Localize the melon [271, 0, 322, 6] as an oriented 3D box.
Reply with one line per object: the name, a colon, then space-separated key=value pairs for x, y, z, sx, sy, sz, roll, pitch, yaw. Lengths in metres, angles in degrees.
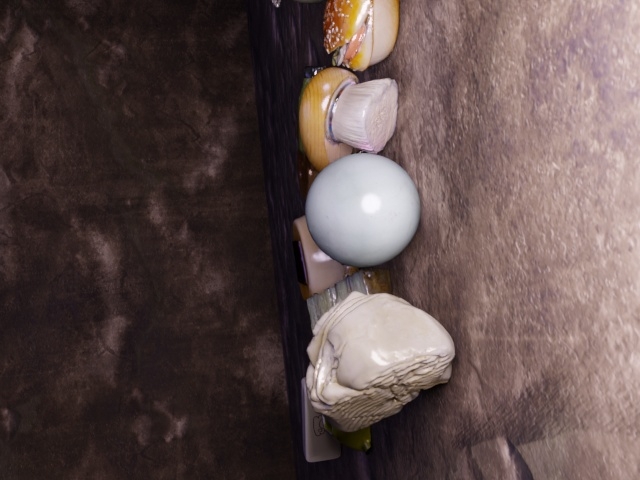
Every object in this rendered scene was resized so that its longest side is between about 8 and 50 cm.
melon: x=-0.019 y=-0.695 z=1.386 sx=0.308 sy=0.271 sz=0.272 roll=33 pitch=129 yaw=53

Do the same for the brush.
brush: x=0.063 y=-0.237 z=1.295 sx=0.174 sy=0.166 sz=0.267 roll=-46 pitch=-31 yaw=-40

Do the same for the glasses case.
glasses case: x=0.003 y=0.623 z=2.078 sx=0.070 sy=0.131 sz=0.313 roll=-127 pitch=35 yaw=-69

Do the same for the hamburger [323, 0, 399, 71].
hamburger: x=0.081 y=-0.477 z=1.250 sx=0.237 sy=0.147 sz=0.237 roll=178 pitch=90 yaw=-76

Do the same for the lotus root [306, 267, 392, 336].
lotus root: x=0.108 y=0.224 z=1.433 sx=0.267 sy=0.149 sz=0.261 roll=-36 pitch=63 yaw=53

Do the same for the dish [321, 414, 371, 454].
dish: x=0.067 y=0.533 z=1.804 sx=0.262 sy=0.108 sz=0.221 roll=-164 pitch=69 yaw=-77

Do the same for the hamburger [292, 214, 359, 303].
hamburger: x=0.020 y=0.050 z=1.694 sx=0.302 sy=0.170 sz=0.302 roll=171 pitch=90 yaw=-81

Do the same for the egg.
egg: x=0.080 y=-0.061 z=1.227 sx=0.371 sy=0.229 sz=0.230 roll=-174 pitch=79 yaw=-83

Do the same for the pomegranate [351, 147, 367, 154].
pomegranate: x=0.077 y=-0.255 z=1.446 sx=0.130 sy=0.130 sz=0.130 roll=175 pitch=90 yaw=-78

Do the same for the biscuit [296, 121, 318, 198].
biscuit: x=-0.038 y=-0.309 z=2.082 sx=0.275 sy=0.052 sz=0.355 roll=-111 pitch=19 yaw=-53

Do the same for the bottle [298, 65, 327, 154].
bottle: x=-0.013 y=-0.394 z=1.794 sx=0.112 sy=0.112 sz=0.260 roll=-130 pitch=37 yaw=-69

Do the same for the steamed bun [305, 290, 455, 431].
steamed bun: x=0.098 y=0.220 z=1.149 sx=0.289 sy=0.275 sz=0.203 roll=92 pitch=163 yaw=-54
